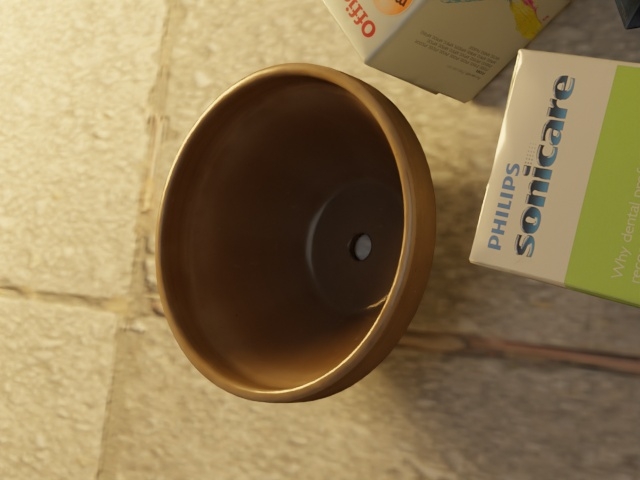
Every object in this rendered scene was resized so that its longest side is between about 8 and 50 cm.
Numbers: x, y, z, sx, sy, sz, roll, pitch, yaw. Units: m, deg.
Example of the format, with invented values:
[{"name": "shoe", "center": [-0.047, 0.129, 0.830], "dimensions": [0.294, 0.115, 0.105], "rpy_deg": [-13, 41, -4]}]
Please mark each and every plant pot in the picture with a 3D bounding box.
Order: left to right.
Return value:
[{"name": "plant pot", "center": [0.000, 0.000, 0.908], "dimensions": [0.237, 0.109, 0.237], "rpy_deg": [-9, 76, 38]}]

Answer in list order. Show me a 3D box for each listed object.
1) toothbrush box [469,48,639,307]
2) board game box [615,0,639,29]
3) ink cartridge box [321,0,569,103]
[{"name": "toothbrush box", "center": [0.254, -0.004, 0.637], "dimensions": [0.283, 0.206, 0.122], "rpy_deg": [13, 92, 41]}, {"name": "board game box", "center": [0.223, -0.250, 0.745], "dimensions": [0.165, 0.042, 0.243], "rpy_deg": [-11, 70, -8]}, {"name": "ink cartridge box", "center": [0.093, -0.204, 0.854], "dimensions": [0.176, 0.127, 0.128], "rpy_deg": [-46, 57, 25]}]
